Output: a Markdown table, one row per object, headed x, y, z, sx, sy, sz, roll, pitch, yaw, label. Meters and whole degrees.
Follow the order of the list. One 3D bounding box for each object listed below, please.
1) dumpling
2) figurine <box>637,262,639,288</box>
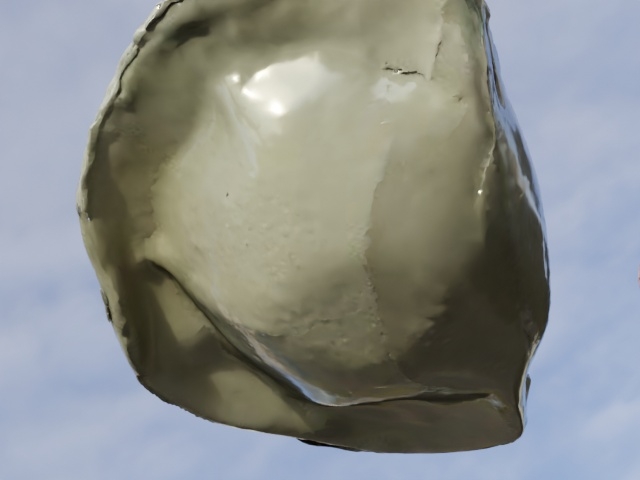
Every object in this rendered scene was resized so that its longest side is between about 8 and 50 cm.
| x | y | z | sx | sy | sz | roll | pitch | yaw | label |
| --- | --- | --- | --- | --- | --- | --- | --- | --- | --- |
| 0.001 | 0.002 | 0.999 | 0.260 | 0.181 | 0.341 | -11 | -31 | 1 | dumpling |
| 0.433 | 0.073 | 1.321 | 0.211 | 0.361 | 0.253 | -56 | -48 | -27 | figurine |
